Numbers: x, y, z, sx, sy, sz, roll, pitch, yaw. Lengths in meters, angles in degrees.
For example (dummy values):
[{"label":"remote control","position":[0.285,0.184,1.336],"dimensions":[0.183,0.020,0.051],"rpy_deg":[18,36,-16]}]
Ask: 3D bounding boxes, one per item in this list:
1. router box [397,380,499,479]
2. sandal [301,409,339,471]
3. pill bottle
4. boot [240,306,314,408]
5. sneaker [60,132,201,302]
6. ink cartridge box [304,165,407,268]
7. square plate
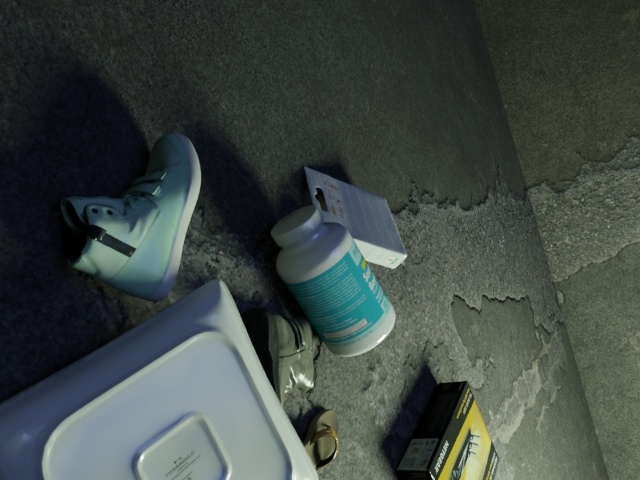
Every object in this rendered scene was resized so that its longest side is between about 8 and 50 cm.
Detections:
[{"label":"router box","position":[0.303,0.512,1.296],"dimensions":[0.309,0.081,0.242],"rpy_deg":[-42,111,-53]},{"label":"sandal","position":[0.001,0.348,0.959],"dimensions":[0.180,0.049,0.072],"rpy_deg":[-26,98,-65]},{"label":"pill bottle","position":[0.017,0.069,1.019],"dimensions":[0.264,0.146,0.146],"rpy_deg":[58,37,-22]},{"label":"boot","position":[-0.057,0.232,0.914],"dimensions":[0.161,0.083,0.246],"rpy_deg":[28,56,-53]},{"label":"sneaker","position":[-0.249,-0.061,0.747],"dimensions":[0.151,0.094,0.255],"rpy_deg":[29,53,-42]},{"label":"ink cartridge box","position":[0.061,-0.046,1.180],"dimensions":[0.225,0.056,0.181],"rpy_deg":[16,41,-30]},{"label":"square plate","position":[-0.172,0.270,0.687],"dimensions":[0.347,0.049,0.344],"rpy_deg":[-32,102,-39]}]
